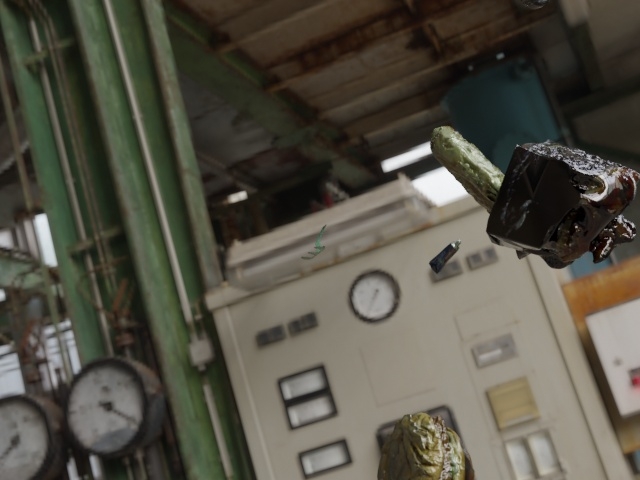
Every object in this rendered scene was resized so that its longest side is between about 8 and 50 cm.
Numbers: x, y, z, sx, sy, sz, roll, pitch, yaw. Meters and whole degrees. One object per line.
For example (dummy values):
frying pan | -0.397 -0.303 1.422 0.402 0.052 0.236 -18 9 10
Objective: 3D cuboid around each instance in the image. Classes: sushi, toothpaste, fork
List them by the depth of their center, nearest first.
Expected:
sushi | 0.429 -0.062 1.724 0.212 0.215 0.227 17 -6 28
fork | 0.001 0.002 1.794 0.039 0.021 0.235 -34 5 13
toothpaste | 0.226 0.027 1.830 0.083 0.027 0.019 -49 -9 37

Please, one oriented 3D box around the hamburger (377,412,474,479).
hamburger | 0.182 0.411 1.777 0.130 0.183 0.206 13 -48 -18

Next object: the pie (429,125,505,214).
pie | 0.332 -0.120 2.063 0.071 0.306 0.306 -48 -20 3

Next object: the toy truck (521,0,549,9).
toy truck | 0.489 -0.621 2.189 0.224 0.165 0.147 -49 9 -20
